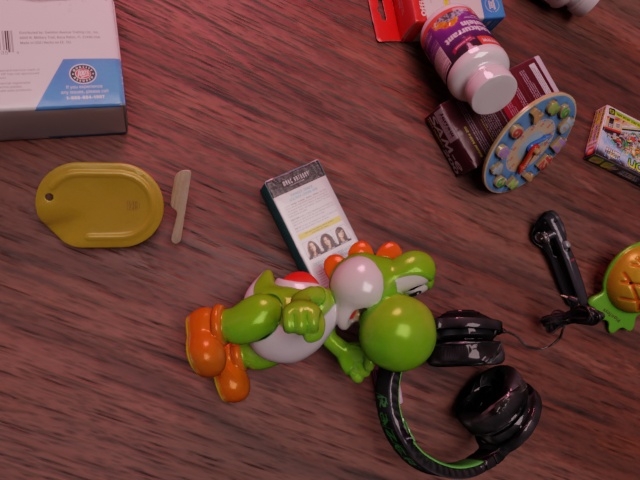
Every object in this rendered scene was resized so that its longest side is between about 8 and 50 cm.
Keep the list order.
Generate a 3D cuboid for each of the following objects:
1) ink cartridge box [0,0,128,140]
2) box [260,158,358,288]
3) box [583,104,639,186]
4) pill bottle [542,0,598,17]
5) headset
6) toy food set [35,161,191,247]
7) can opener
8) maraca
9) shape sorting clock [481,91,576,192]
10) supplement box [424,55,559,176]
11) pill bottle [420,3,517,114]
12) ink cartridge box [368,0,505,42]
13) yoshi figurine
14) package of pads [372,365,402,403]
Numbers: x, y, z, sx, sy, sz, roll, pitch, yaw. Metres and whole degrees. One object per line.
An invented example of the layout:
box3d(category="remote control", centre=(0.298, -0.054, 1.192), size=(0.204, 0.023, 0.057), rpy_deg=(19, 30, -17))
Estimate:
box3d(category="ink cartridge box", centre=(-0.418, -0.318, 0.876), size=(0.223, 0.129, 0.308), rpy_deg=(-7, 83, -16))
box3d(category="box", centre=(0.000, 0.000, 0.969), size=(0.100, 0.060, 0.244), rpy_deg=(-25, 88, -17))
box3d(category="box", centre=(0.634, -0.175, 1.181), size=(0.207, 0.036, 0.114), rpy_deg=(22, 76, -10))
box3d(category="pill bottle", centre=(0.463, -0.523, 1.157), size=(0.180, 0.108, 0.108), rpy_deg=(31, 74, -9))
box3d(category="headset", centre=(0.275, 0.209, 0.941), size=(0.394, 0.185, 0.243), rpy_deg=(-26, 88, -29))
box3d(category="toy food set", centre=(-0.310, -0.058, 0.900), size=(0.217, 0.071, 0.128), rpy_deg=(1, 104, -13))
box3d(category="can opener", centre=(0.446, 0.034, 1.083), size=(0.073, 0.059, 0.186), rpy_deg=(-19, 86, -18))
box3d(category="maraca", centre=(0.578, 0.086, 1.093), size=(0.127, 0.099, 0.186), rpy_deg=(33, 100, -5))
box3d(category="shape sorting clock", centre=(0.368, -0.165, 1.034), size=(0.206, 0.206, 0.040), rpy_deg=(-30, 58, -18))
box3d(category="supplement box", centre=(0.328, -0.229, 1.089), size=(0.239, 0.073, 0.130), rpy_deg=(-28, 88, -18))
box3d(category="pill bottle", centre=(0.253, -0.306, 1.005), size=(0.108, 0.108, 0.193), rpy_deg=(-8, 53, -16))
box3d(category="ink cartridge box", centre=(0.210, -0.449, 1.093), size=(0.231, 0.078, 0.134), rpy_deg=(-9, 83, -16))
box3d(category="yoshi figurine", centre=(0.009, 0.136, 0.837), size=(0.362, 0.203, 0.203), rpy_deg=(-21, 101, 1))
box3d(category="package of pads", centre=(0.108, 0.226, 0.964), size=(0.032, 0.050, 0.083), rpy_deg=(-7, 82, -16))
